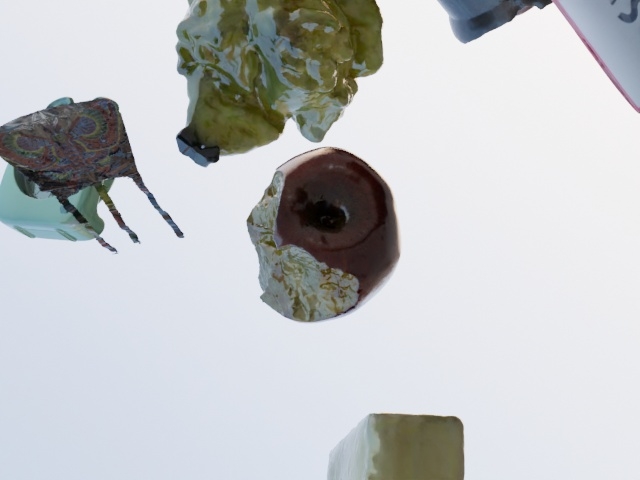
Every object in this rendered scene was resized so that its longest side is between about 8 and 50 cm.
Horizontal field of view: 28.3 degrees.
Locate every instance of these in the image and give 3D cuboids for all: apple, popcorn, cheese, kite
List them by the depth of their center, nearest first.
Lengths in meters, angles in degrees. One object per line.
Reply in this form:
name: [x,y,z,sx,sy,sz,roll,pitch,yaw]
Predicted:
apple: [0.004,-0.002,1.241,0.147,0.158,0.156,-33,-106,-24]
cheese: [0.074,0.334,1.330,0.124,0.242,0.266,4,-110,-5]
kite: [-0.250,-0.061,1.435,0.285,0.152,0.015,58,-159,-54]
popcorn: [-0.048,-0.264,1.692,0.293,0.293,0.237,61,-153,-4]

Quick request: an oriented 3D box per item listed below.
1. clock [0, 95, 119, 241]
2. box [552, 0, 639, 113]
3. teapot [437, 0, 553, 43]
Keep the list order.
clock: [-0.314,-0.093,1.572,0.060,0.148,0.189,40,-118,-54]
box: [0.382,-0.355,1.199,0.312,0.314,0.300,-25,-107,-25]
teapot: [0.193,-0.452,1.677,0.362,0.305,0.376,45,180,-22]
